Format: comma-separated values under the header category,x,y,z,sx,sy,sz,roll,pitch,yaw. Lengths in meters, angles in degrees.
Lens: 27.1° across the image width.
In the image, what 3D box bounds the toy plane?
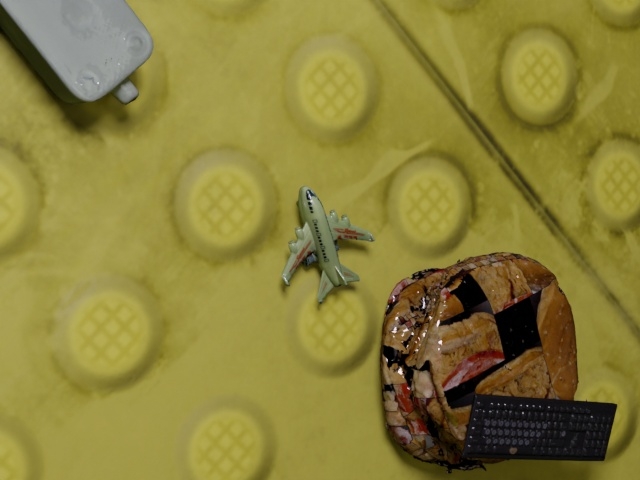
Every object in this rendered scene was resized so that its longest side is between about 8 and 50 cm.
category,x,y,z,sx,sy,sz,roll,pitch,yaw
toy plane,0.000,0.000,1.251,0.102,0.040,0.111,-28,103,-28

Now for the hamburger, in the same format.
category,x,y,z,sx,sy,sz,roll,pitch,yaw
hamburger,0.162,0.121,1.312,0.231,0.107,0.230,4,83,-34

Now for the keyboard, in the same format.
category,x,y,z,sx,sy,sz,roll,pitch,yaw
keyboard,0.215,0.182,1.284,0.198,0.010,0.063,8,94,-37

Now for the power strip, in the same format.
category,x,y,z,sx,sy,sz,roll,pitch,yaw
power strip,-0.273,-0.264,1.081,0.091,0.062,0.385,-45,110,-22
